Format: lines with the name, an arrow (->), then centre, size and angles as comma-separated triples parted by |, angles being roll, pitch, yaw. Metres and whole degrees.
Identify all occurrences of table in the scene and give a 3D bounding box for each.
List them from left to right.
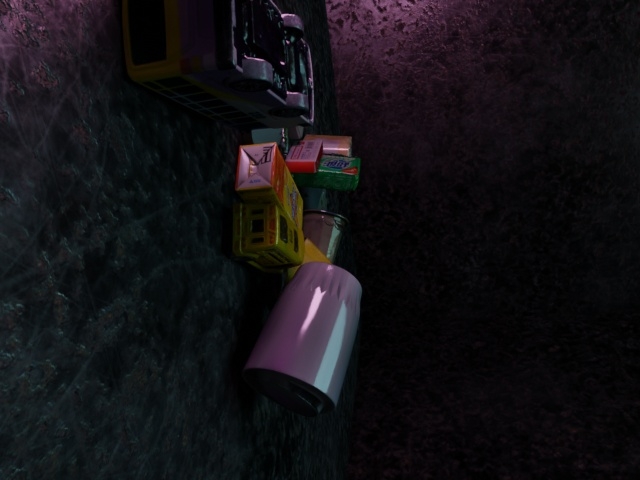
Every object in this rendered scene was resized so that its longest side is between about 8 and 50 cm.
table -> -0.167, -0.315, 1.391 | 0.133, 0.043, 0.133 | -25, 122, -49

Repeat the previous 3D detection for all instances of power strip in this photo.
power strip -> -0.114, -0.545, 1.868 | 0.265, 0.059, 0.193 | 71, 18, -52

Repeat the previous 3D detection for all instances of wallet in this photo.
wallet -> -0.021, -0.175, 2.197 | 0.252, 0.083, 0.360 | -72, 159, -49

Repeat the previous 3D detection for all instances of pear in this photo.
pear -> -0.028, 0.135, 1.565 | 0.267, 0.178, 0.267 | 20, 90, -88

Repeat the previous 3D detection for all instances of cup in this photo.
cup -> -0.035, 0.260, 1.306 | 0.253, 0.253, 0.371 | 74, 30, -49

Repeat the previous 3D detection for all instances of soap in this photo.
soap -> 0.022, -0.275, 1.965 | 0.218, 0.273, 0.098 | -79, 173, -51

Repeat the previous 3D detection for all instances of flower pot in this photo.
flower pot -> 0.000, 0.000, 1.972 | 0.212, 0.212, 0.202 | 49, 48, -73

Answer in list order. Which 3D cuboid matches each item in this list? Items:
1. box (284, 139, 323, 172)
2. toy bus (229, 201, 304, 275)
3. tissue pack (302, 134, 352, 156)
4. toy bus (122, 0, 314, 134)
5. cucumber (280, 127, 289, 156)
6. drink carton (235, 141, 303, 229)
box -> -0.062, -0.333, 1.911 | 0.229, 0.123, 0.050 | -79, 166, -56
toy bus -> -0.135, 0.002, 1.318 | 0.330, 0.152, 0.144 | 50, 36, -73
tissue pack -> 0.026, -0.405, 2.139 | 0.186, 0.222, 0.090 | -74, 168, -59
toy bus -> -0.173, -0.360, 0.975 | 0.440, 0.249, 0.209 | -3, 89, -74
cucumber -> -0.135, -0.380, 1.764 | 0.037, 0.037, 0.155 | 34, 52, -77
drink carton -> -0.142, -0.130, 1.450 | 0.351, 0.111, 0.154 | 66, 23, -65
